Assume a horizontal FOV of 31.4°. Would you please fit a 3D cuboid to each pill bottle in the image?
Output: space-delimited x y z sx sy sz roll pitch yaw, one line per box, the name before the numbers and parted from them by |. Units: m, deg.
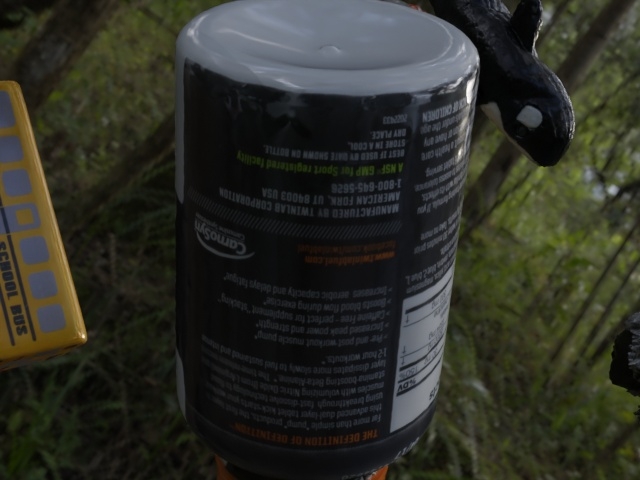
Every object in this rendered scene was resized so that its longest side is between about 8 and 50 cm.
pill bottle | -0.004 0.021 0.530 0.130 0.246 0.130 3 27 -2

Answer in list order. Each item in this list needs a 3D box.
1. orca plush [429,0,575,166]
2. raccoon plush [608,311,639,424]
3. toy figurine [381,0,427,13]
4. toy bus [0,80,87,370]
orca plush | 0.198 -0.218 1.172 0.151 0.102 0.287 15 47 -36
raccoon plush | 0.470 0.182 1.038 0.216 0.446 0.299 -131 -159 -71
toy figurine | 0.010 -0.194 1.277 0.209 0.213 0.148 25 15 15
toy bus | -0.336 -0.042 1.096 0.130 0.333 0.108 -12 -8 -31
